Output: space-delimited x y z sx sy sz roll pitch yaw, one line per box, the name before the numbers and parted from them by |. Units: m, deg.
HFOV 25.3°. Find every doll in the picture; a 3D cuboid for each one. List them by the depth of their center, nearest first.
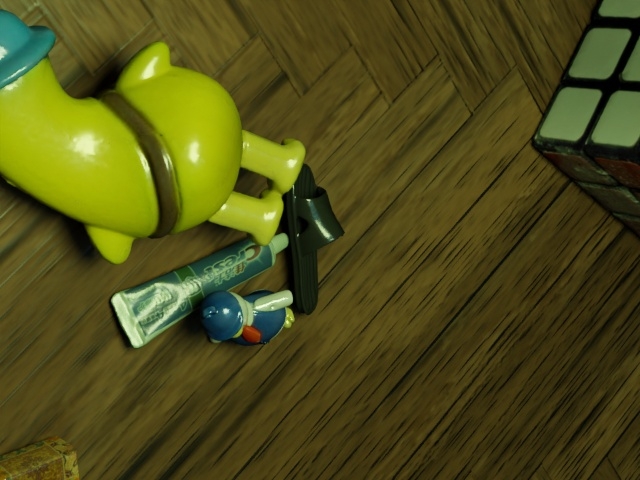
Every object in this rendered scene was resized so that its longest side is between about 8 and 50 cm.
doll | -0.181 -0.082 1.230 0.363 0.145 0.199 17 93 -31
doll | -0.075 0.072 1.368 0.143 0.099 0.057 16 48 -65

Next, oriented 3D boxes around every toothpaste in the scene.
toothpaste | -0.109 0.038 1.373 0.197 0.035 0.057 -28 99 -29

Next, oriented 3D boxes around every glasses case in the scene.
glasses case | -0.315 0.242 1.243 0.218 0.049 0.075 -17 115 -34

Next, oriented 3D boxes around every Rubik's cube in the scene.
Rubik's cube | 0.515 -0.153 1.618 0.344 0.344 0.337 36 76 -37

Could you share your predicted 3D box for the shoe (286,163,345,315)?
shoe | 0.000 0.000 1.425 0.062 0.053 0.159 -39 131 -61
